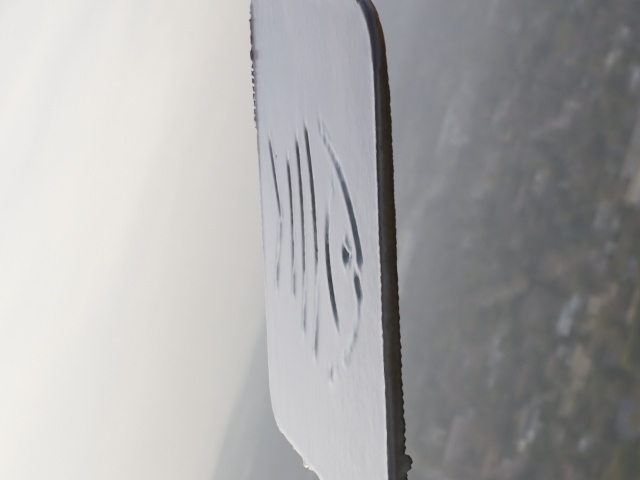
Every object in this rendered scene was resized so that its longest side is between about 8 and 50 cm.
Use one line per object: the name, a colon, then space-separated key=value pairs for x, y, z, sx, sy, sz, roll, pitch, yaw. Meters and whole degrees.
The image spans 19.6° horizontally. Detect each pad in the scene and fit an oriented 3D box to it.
pad: x=0.000 y=0.000 z=1.024 sx=0.284 sy=0.018 sz=0.286 roll=-144 pitch=49 yaw=-73
